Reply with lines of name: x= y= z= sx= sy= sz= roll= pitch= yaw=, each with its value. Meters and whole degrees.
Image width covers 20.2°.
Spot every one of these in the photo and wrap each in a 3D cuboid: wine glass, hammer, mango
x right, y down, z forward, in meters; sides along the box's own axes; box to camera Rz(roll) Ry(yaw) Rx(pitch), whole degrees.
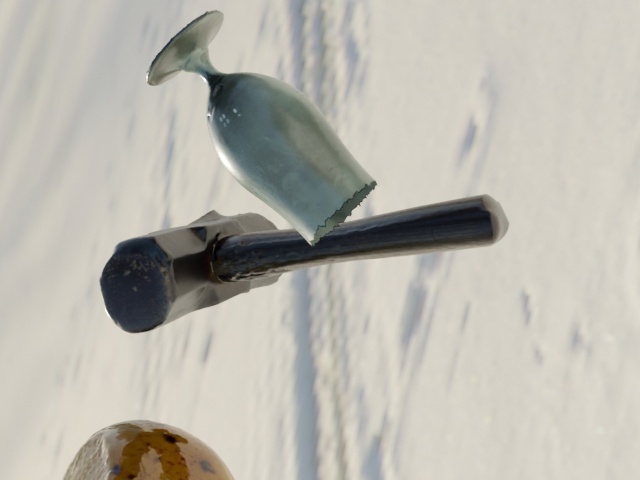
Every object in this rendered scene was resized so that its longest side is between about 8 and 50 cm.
wine glass: x=-0.047 y=-0.092 z=1.498 sx=0.093 sy=0.202 sz=0.093 roll=-43 pitch=-9 yaw=-9
hammer: x=0.000 y=0.000 z=1.772 sx=0.242 sy=0.409 sz=0.095 roll=-19 pitch=-83 yaw=-60
mango: x=-0.158 y=0.296 z=1.729 sx=0.160 sy=0.191 sz=0.290 roll=-52 pitch=18 yaw=22
